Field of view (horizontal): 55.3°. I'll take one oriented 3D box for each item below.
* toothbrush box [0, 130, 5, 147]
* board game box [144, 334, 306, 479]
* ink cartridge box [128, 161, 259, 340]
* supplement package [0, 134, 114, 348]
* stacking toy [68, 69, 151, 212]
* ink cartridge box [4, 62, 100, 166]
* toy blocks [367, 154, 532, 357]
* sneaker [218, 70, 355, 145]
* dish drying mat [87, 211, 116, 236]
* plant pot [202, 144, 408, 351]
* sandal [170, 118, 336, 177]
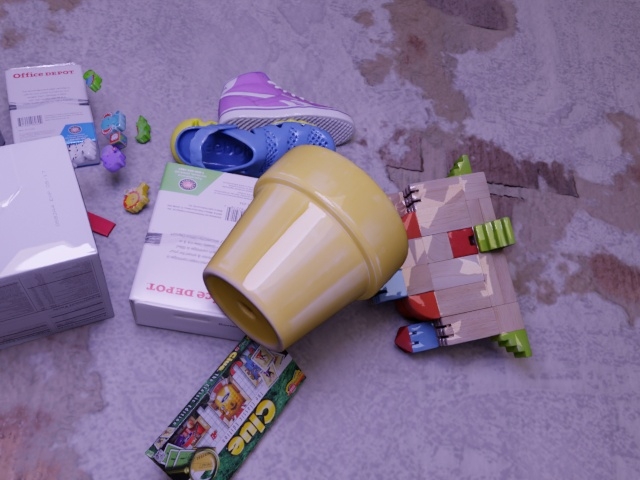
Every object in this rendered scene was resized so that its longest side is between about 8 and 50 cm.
[{"bbox_3d":[-0.725,-0.234,1.028,0.295,0.216,0.126,20,59,-2],"label":"toothbrush box"},{"bbox_3d":[-0.135,0.265,0.945,0.260,0.030,0.136,-50,124,-29],"label":"board game box"},{"bbox_3d":[-0.198,0.019,1.061,0.198,0.115,0.273,11,60,-7],"label":"ink cartridge box"},{"bbox_3d":[-0.444,0.014,0.920,0.198,0.263,0.199,-16,69,-20],"label":"supplement package"},{"bbox_3d":[-0.379,-0.181,1.111,0.052,0.167,0.221,-17,58,15],"label":"stacking toy"},{"bbox_3d":[-0.505,-0.232,1.152,0.139,0.082,0.191,-11,63,-18],"label":"ink cartridge box"},{"bbox_3d":[0.190,0.046,1.093,0.260,0.191,0.381,-11,81,-10],"label":"toy blocks"},{"bbox_3d":[-0.068,-0.286,1.272,0.282,0.102,0.161,5,55,-12],"label":"sneaker"},{"bbox_3d":[-0.416,-0.034,1.105,0.083,0.008,0.032,22,60,1],"label":"dish drying mat"},{"bbox_3d":[-0.037,0.027,0.917,0.254,0.254,0.239,40,66,11],"label":"plant pot"},{"bbox_3d":[-0.125,-0.165,1.153,0.317,0.138,0.126,-3,106,-8],"label":"sandal"}]
